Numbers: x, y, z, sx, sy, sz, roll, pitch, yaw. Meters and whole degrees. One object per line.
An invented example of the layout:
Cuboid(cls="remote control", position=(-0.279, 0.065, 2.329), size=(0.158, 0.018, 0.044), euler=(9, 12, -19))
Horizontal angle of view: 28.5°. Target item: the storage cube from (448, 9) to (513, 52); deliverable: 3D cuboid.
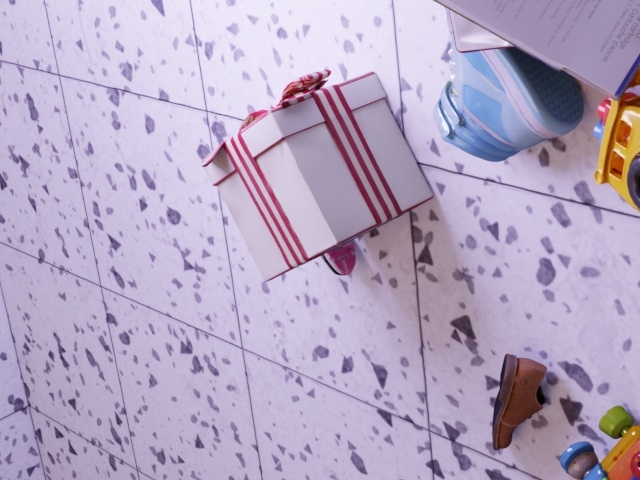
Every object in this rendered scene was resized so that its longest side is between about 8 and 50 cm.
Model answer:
Cuboid(cls="storage cube", position=(0.275, -0.340, 1.526), size=(0.184, 0.193, 0.215), euler=(7, 115, 48))

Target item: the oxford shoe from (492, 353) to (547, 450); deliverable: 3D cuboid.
Cuboid(cls="oxford shoe", position=(0.306, 0.260, 1.949), size=(0.076, 0.076, 0.212), euler=(8, 138, 3))

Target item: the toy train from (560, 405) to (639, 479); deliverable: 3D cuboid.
Cuboid(cls="toy train", position=(0.452, 0.285, 1.778), size=(0.248, 0.105, 0.143), euler=(-54, 43, 17))

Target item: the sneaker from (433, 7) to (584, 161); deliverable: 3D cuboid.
Cuboid(cls="sneaker", position=(0.199, -0.247, 1.729), size=(0.208, 0.127, 0.319), euler=(-36, 81, 51))

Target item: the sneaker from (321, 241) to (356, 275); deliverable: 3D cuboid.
Cuboid(cls="sneaker", position=(0.000, 0.000, 2.163), size=(0.170, 0.063, 0.075), euler=(54, 142, 21))

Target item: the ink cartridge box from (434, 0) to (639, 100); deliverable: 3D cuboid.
Cuboid(cls="ink cartridge box", position=(0.270, -0.344, 1.331), size=(0.307, 0.072, 0.303), euler=(35, 101, 21))

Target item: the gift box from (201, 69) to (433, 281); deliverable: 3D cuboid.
Cuboid(cls="gift box", position=(-0.020, -0.109, 1.957), size=(0.255, 0.276, 0.258), euler=(-29, 86, 48))

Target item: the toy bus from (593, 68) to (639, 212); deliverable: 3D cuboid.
Cuboid(cls="toy bus", position=(0.416, -0.148, 1.532), size=(0.211, 0.149, 0.220), euler=(46, 140, 47))
